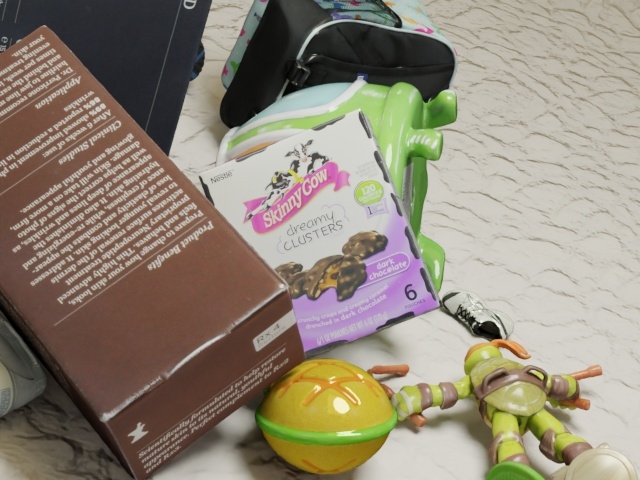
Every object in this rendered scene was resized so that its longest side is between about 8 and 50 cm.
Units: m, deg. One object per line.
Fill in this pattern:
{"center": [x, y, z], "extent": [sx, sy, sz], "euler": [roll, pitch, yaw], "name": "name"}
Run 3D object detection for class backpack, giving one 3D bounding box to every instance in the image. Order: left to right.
{"center": [0.023, -0.196, 1.975], "extent": [0.253, 0.225, 0.191], "euler": [3, 39, -33], "name": "backpack"}

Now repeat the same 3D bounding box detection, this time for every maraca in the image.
{"center": [0.004, 0.152, 1.529], "extent": [0.127, 0.099, 0.186], "euler": [3, 10, -4], "name": "maraca"}

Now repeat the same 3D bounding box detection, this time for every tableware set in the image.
{"center": [0.256, 0.269, 1.475], "extent": [0.168, 0.020, 0.141], "euler": [38, 78, 22], "name": "tableware set"}

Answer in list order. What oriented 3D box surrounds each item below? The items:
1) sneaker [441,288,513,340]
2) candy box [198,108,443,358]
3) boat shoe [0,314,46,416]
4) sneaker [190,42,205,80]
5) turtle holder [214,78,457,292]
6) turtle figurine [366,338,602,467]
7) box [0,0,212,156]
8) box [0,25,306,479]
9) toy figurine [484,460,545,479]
{"center": [0.164, 0.080, 1.796], "extent": [0.083, 0.032, 0.037], "euler": [26, 31, 12], "name": "sneaker"}
{"center": [0.000, 0.000, 1.559], "extent": [0.070, 0.164, 0.196], "euler": [12, 56, -83], "name": "candy box"}
{"center": [-0.327, 0.071, 1.496], "extent": [0.227, 0.079, 0.081], "euler": [43, 30, 24], "name": "boat shoe"}
{"center": [-0.241, -0.208, 2.005], "extent": [0.211, 0.080, 0.081], "euler": [-9, 19, -40], "name": "sneaker"}
{"center": [0.020, -0.067, 1.752], "extent": [0.227, 0.243, 0.320], "euler": [5, 38, 9], "name": "turtle holder"}
{"center": [0.196, 0.161, 1.628], "extent": [0.269, 0.087, 0.217], "euler": [3, 34, -26], "name": "turtle figurine"}
{"center": [-0.287, -0.249, 1.764], "extent": [0.312, 0.343, 0.179], "euler": [10, 31, -16], "name": "box"}
{"center": [-0.203, 0.004, 1.498], "extent": [0.191, 0.143, 0.381], "euler": [-35, 59, -14], "name": "box"}
{"center": [0.125, 0.289, 1.395], "extent": [0.159, 0.130, 0.173], "euler": [-19, 71, -29], "name": "toy figurine"}
